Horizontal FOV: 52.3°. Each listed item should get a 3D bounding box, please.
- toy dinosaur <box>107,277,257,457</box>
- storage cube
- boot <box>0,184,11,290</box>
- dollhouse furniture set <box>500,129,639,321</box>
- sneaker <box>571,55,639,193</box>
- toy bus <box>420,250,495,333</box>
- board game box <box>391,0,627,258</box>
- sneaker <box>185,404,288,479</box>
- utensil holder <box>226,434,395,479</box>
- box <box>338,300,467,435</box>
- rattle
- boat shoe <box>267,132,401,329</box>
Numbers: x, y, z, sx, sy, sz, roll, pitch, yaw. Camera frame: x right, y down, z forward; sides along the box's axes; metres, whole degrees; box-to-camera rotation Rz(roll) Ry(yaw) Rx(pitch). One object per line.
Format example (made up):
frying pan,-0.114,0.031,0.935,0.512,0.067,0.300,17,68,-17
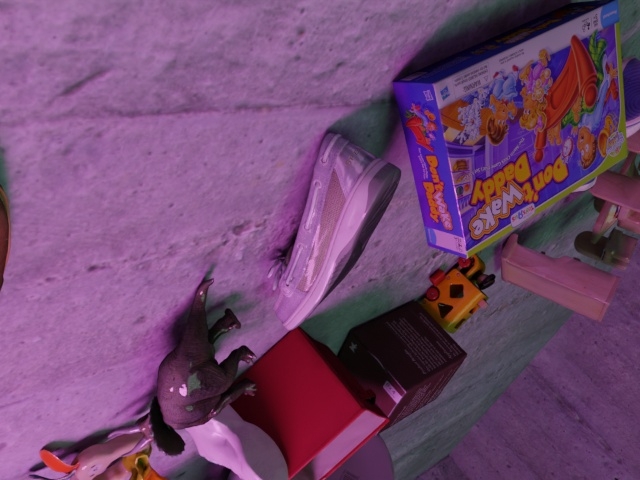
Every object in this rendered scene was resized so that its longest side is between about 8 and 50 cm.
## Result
toy dinosaur,-0.168,0.191,0.885,0.160,0.121,0.313,-38,161,-47
storage cube,-0.023,0.296,1.151,0.215,0.193,0.183,-43,153,0
boot,-0.313,0.080,0.547,0.112,0.115,0.305,-5,134,-47
dollhouse furniture set,0.638,-0.047,1.573,0.394,0.256,0.362,-60,156,-12
sneaker,0.501,-0.191,1.229,0.315,0.127,0.182,-44,157,19
toy bus,0.321,0.112,1.432,0.191,0.104,0.202,-25,149,-30
board game box,0.274,-0.160,0.886,0.347,0.078,0.233,-29,117,-25
sneaker,-0.144,0.333,1.037,0.094,0.212,0.080,-53,166,25
utensil holder,-0.056,0.559,1.359,0.327,0.327,0.385,-16,140,-41
box,0.161,0.263,1.368,0.203,0.168,0.167,-18,145,-37
rattle,-0.306,0.360,0.939,0.130,0.143,0.200,-28,159,5
boat shoe,-0.001,0.000,0.876,0.118,0.103,0.320,-44,166,-43
